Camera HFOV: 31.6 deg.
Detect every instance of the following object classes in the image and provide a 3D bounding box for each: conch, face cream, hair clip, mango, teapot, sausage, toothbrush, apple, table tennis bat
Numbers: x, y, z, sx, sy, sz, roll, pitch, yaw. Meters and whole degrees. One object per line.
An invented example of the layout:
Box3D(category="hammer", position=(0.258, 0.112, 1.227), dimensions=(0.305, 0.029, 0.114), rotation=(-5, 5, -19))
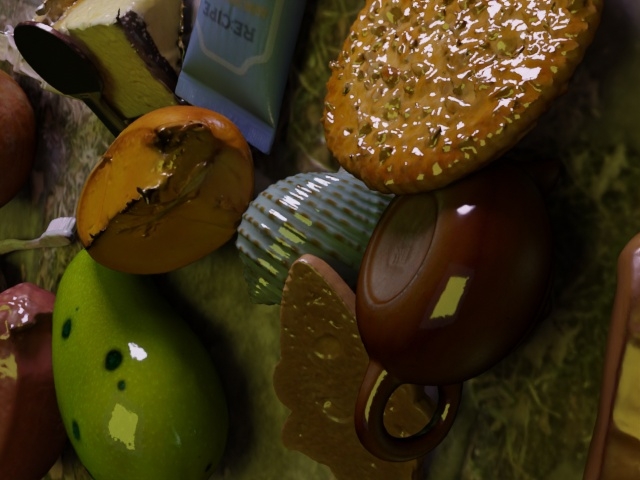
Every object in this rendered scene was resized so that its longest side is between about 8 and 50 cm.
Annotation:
Box3D(category="conch", position=(-0.004, 0.003, 0.957), dimensions=(0.135, 0.102, 0.153), rotation=(46, 123, 14))
Box3D(category="face cream", position=(-0.040, -0.276, 0.989), dimensions=(0.135, 0.086, 0.385), rotation=(35, 119, 31))
Box3D(category="hair clip", position=(-0.323, -0.197, 1.270), dimensions=(0.226, 0.072, 0.034), rotation=(33, 117, 37))
Box3D(category="mango", position=(-0.189, 0.127, 1.115), dimensions=(0.175, 0.143, 0.293), rotation=(-52, 49, 30))
Box3D(category="mango", position=(-0.154, -0.044, 1.063), dimensions=(0.252, 0.126, 0.154), rotation=(-19, 49, 56))
Box3D(category="teapot", position=(0.104, 0.047, 0.826), dimensions=(0.252, 0.135, 0.178), rotation=(-68, 17, -1))
Box3D(category="sausage", position=(-0.334, 0.168, 1.253), dimensions=(0.148, 0.148, 0.254), rotation=(38, 111, 36))
Box3D(category="toothbrush", position=(-0.380, 0.005, 1.367), dimensions=(0.307, 0.025, 0.030), rotation=(-10, 52, 45))
Box3D(category="sausage", position=(0.238, 0.100, 0.709), dimensions=(0.136, 0.120, 0.241), rotation=(4, 98, 11))
Box3D(category="apple", position=(-0.406, -0.117, 1.291), dimensions=(0.195, 0.160, 0.173), rotation=(20, 109, 40))
Box3D(category="table tennis bat", position=(-0.250, -0.163, 1.153), dimensions=(0.095, 0.158, 0.014), rotation=(0, 51, 44))

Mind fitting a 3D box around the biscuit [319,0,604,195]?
Box3D(category="biscuit", position=(0.094, -0.145, 0.824), dimensions=(0.254, 0.035, 0.254), rotation=(-29, 45, 33))

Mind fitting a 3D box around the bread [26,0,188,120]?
Box3D(category="bread", position=(-0.195, -0.198, 1.154), dimensions=(0.147, 0.127, 0.152), rotation=(4, 128, 42))

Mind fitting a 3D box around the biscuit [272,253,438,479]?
Box3D(category="biscuit", position=(0.024, 0.125, 0.929), dimensions=(0.162, 0.035, 0.250), rotation=(-6, 111, 33))

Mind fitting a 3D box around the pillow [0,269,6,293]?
Box3D(category="pillow", position=(-0.442, 0.139, 1.396), dimensions=(0.173, 0.067, 0.270), rotation=(12, 105, 38))
